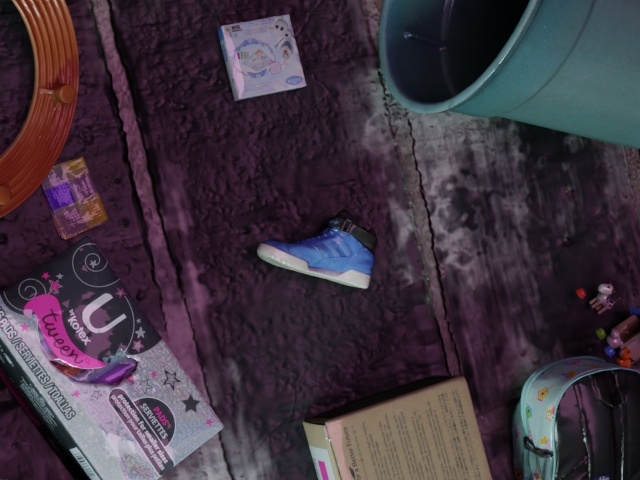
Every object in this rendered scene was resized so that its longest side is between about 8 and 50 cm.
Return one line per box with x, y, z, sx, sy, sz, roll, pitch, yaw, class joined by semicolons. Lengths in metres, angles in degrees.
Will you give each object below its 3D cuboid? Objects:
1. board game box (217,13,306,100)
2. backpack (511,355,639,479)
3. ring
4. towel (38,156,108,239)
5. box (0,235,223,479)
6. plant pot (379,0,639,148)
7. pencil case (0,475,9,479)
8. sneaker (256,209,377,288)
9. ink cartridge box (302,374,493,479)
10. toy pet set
-0.070;-0.220;1.582;0.090;0.020;0.090;-14;90;-22;board game box
0.322;0.235;1.625;0.166;0.144;0.188;-7;107;-21;backpack
-0.374;-0.174;1.356;0.336;0.032;0.337;-13;107;-48;ring
-0.279;-0.048;1.490;0.060;0.009;0.083;-21;93;-21;towel
-0.239;0.142;1.394;0.142;0.163;0.247;-37;92;-23;box
0.301;-0.273;1.587;0.334;0.341;0.341;14;80;-28;plant pot
-0.348;0.299;1.330;0.410;0.160;0.183;29;65;-11;pencil case
0.000;0.000;1.568;0.152;0.058;0.085;16;85;-24;sneaker
0.104;0.297;1.568;0.193;0.088;0.235;-15;91;-21;ink cartridge box
0.399;0.108;1.686;0.065;0.122;0.114;-38;130;19;toy pet set
